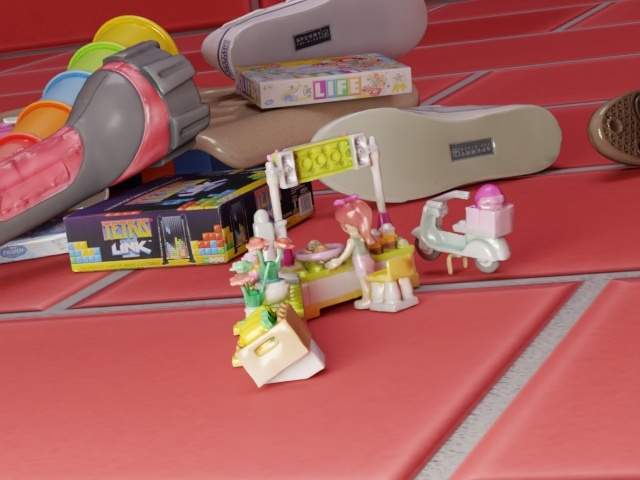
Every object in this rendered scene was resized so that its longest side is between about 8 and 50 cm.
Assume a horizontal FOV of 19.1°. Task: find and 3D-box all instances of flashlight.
[{"bbox_3d":[-0.225,-0.063,1.509,0.304,0.103,0.103,-30,-8,-39],"label":"flashlight"}]

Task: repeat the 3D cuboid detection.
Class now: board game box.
[{"bbox_3d":[-0.102,-0.020,1.529,0.141,0.048,0.170,-3,12,24],"label":"board game box"},{"bbox_3d":[-0.244,-0.002,1.619,0.090,0.020,0.090,-8,11,-2],"label":"board game box"},{"bbox_3d":[0.002,-0.160,1.889,0.154,0.026,0.103,-7,16,-16],"label":"board game box"}]

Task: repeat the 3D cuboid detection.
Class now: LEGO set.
[{"bbox_3d":[0.000,0.000,1.179,0.132,0.107,0.287,-1,13,34],"label":"LEGO set"}]

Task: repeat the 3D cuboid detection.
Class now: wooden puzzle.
[{"bbox_3d":[-0.121,-0.108,1.950,0.348,0.080,0.322,6,18,38],"label":"wooden puzzle"}]

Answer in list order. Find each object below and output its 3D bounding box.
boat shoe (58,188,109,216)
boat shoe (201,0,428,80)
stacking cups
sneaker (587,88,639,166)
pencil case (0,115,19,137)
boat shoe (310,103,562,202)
[{"bbox_3d":[-0.248,-0.029,1.716,0.125,0.038,0.046,-8,53,7],"label":"boat shoe"},{"bbox_3d":[-0.007,-0.228,2.033,0.258,0.095,0.084,-11,19,-31],"label":"boat shoe"},{"bbox_3d":[-0.226,-0.097,1.702,0.096,0.096,0.316,-4,28,24],"label":"stacking cups"},{"bbox_3d":[0.277,-0.091,1.603,0.188,0.066,0.071,-11,-7,-42],"label":"sneaker"},{"bbox_3d":[-0.332,-0.061,1.777,0.209,0.098,0.095,-20,46,-39],"label":"pencil case"},{"bbox_3d":[0.090,-0.075,1.616,0.227,0.079,0.081,-6,2,-20],"label":"boat shoe"}]
